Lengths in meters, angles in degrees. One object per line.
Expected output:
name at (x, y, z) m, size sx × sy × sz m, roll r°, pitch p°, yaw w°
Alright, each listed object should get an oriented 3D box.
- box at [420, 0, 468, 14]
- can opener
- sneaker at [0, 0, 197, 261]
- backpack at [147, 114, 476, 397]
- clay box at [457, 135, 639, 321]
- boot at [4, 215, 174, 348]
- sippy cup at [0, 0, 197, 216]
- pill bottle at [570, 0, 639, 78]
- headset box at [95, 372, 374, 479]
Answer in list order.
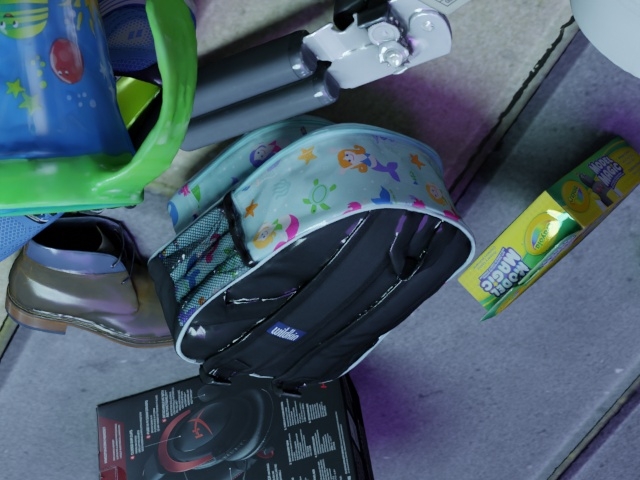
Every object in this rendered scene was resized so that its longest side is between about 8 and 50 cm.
box at (0.020, -0.303, 1.275) m, size 0.311 × 0.121 × 0.148 m, roll 24°, pitch 144°, yaw -30°
can opener at (-0.015, -0.152, 1.480) m, size 0.280 × 0.093 × 0.074 m, roll -21°, pitch 134°, yaw 23°
sneaker at (-0.224, -0.076, 1.466) m, size 0.130 × 0.147 × 0.330 m, roll 25°, pitch 127°, yaw -31°
backpack at (0.000, 0.000, 1.544) m, size 0.225 × 0.191 × 0.253 m, roll 16°, pitch 139°, yaw -43°
clay box at (0.208, -0.011, 1.575) m, size 0.053 × 0.222 × 0.127 m, roll 47°, pitch 123°, yaw 8°
boot at (-0.182, 0.038, 1.636) m, size 0.219 × 0.082 × 0.106 m, roll 3°, pitch 137°, yaw -10°
sippy cup at (-0.252, -0.129, 1.287) m, size 0.306 × 0.240 × 0.224 m, roll -4°, pitch 91°, yaw -11°
pill bottle at (0.331, -0.309, 1.275) m, size 0.224 × 0.224 × 0.392 m, roll 4°, pitch 134°, yaw -14°
headset box at (-0.098, 0.247, 1.764) m, size 0.293 × 0.218 × 0.110 m, roll -17°, pitch 135°, yaw 6°
